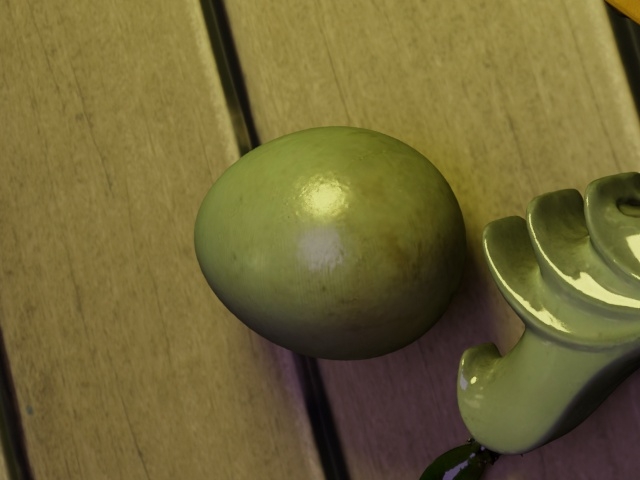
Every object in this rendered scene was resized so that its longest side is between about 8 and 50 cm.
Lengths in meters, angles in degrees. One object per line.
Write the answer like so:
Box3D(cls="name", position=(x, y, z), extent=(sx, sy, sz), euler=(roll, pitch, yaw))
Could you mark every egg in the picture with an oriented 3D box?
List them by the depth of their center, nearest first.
Box3D(cls="egg", position=(0.000, 0.000, 1.312), extent=(0.295, 0.218, 0.219), euler=(8, 96, 46))

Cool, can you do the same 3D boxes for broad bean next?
Box3D(cls="broad bean", position=(0.147, 0.324, 1.325), extent=(0.144, 0.049, 0.292), euler=(-6, 88, 32))

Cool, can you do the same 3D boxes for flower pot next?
Box3D(cls="flower pot", position=(0.293, 0.074, 1.155), extent=(0.367, 0.164, 0.254), euler=(9, 102, 31))

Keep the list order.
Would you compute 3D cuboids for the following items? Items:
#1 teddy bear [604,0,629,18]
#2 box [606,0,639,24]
Box3D(cls="teddy bear", position=(0.299, -0.265, 1.192), extent=(0.119, 0.078, 0.160), euler=(35, 106, -9))
Box3D(cls="box", position=(0.389, -0.221, 1.007), extent=(0.214, 0.283, 0.260), euler=(44, 114, 23))
